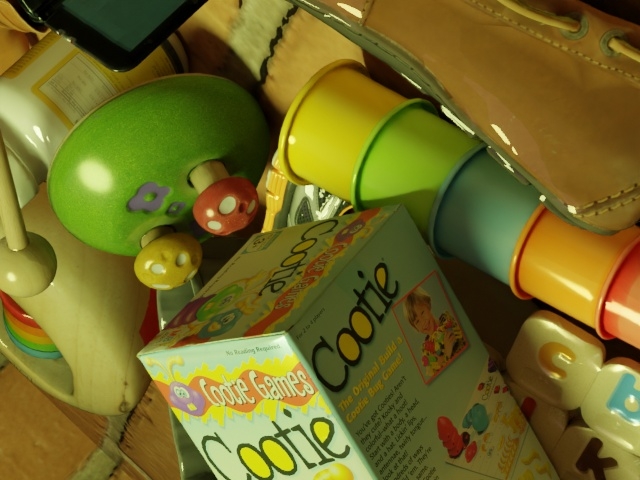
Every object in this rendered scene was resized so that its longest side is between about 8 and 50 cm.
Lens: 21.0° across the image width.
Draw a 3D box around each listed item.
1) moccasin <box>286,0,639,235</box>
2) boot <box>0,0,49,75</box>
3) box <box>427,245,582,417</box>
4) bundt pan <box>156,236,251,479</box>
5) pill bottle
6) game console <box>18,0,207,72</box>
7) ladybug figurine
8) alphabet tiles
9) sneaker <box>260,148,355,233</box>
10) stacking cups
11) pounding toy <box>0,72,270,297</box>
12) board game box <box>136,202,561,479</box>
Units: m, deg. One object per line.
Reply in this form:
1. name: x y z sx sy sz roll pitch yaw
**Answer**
1. moccasin: 0.047 -0.163 0.847 0.380 0.139 0.147 40 116 2
2. boot: -0.285 -0.204 1.546 0.152 0.073 0.197 21 153 41
3. box: 0.144 0.146 1.317 0.311 0.121 0.148 48 160 -10
4. bundt pan: -0.059 0.145 1.568 0.331 0.124 0.330 172 90 -76
5. pill bottle: -0.201 -0.112 1.386 0.103 0.184 0.103 39 160 17
6. game console: -0.131 -0.201 1.119 0.085 0.144 0.124 16 146 53
7. ladybug figurine: -0.287 0.048 1.934 0.305 0.162 0.449 42 160 5
8. alphabet tiles: 0.176 0.169 1.171 0.284 0.021 0.278 32 139 13
9. sneaker: 0.000 0.000 1.343 0.083 0.084 0.215 28 146 15
10. stacking cups: 0.122 -0.012 1.102 0.316 0.096 0.096 30 157 28
11. pounding toy: -0.132 -0.021 1.328 0.183 0.237 0.110 99 149 -49
12. board game box: 0.033 0.135 1.129 0.142 0.144 0.275 -11 117 44
